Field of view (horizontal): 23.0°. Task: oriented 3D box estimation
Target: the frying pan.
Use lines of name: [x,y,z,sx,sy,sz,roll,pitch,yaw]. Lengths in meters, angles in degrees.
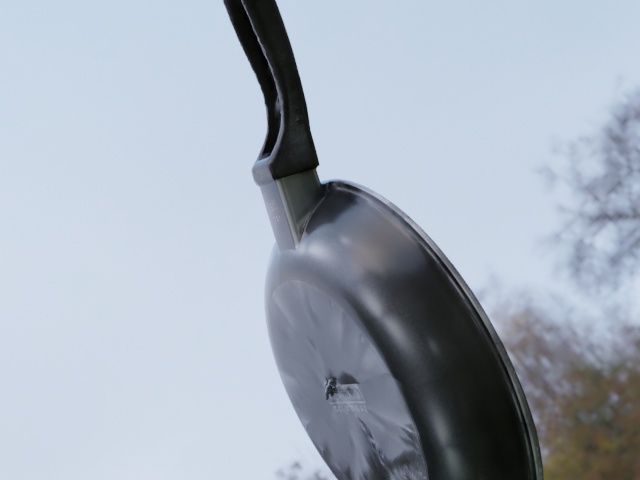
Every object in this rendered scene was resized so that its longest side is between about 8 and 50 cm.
frying pan: [0.016,0.010,0.714,0.053,0.197,0.326,-27,-62,-23]
